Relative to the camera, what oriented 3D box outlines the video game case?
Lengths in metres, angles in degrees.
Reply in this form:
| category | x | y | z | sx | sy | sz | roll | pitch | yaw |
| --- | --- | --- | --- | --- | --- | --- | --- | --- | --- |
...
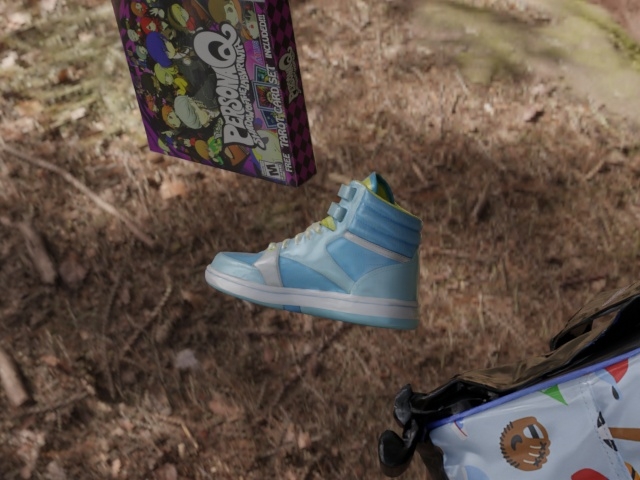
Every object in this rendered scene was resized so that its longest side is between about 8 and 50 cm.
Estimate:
| category | x | y | z | sx | sy | sz | roll | pitch | yaw |
| --- | --- | --- | --- | --- | --- | --- | --- | --- | --- |
| video game case | -0.111 | -0.177 | 1.017 | 0.210 | 0.232 | 0.042 | 17 | 42 | 33 |

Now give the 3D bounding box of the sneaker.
| category | x | y | z | sx | sy | sz | roll | pitch | yaw |
| --- | --- | --- | --- | --- | --- | --- | --- | --- | --- |
| sneaker | 0.000 | 0.000 | 1.406 | 0.319 | 0.127 | 0.208 | 9 | 89 | 20 |

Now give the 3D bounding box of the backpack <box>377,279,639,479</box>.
| category | x | y | z | sx | sy | sz | roll | pitch | yaw |
| --- | --- | --- | --- | --- | --- | --- | --- | --- | --- |
| backpack | 0.219 | 0.111 | 0.585 | 0.277 | 0.263 | 0.213 | -12 | 67 | -51 |
